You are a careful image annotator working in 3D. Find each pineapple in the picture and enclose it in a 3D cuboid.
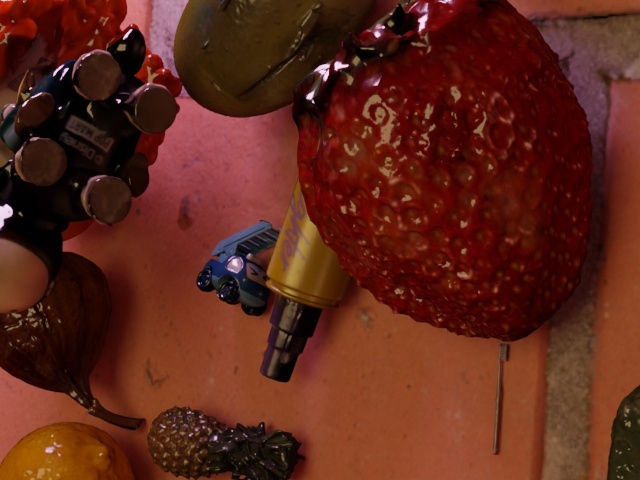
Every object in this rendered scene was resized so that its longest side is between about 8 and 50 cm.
[{"bbox_3d":[-0.089,0.201,1.624,0.159,0.074,0.074,6,88,32],"label":"pineapple"}]

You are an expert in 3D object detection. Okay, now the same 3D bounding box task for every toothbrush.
[{"bbox_3d":[0.156,0.138,1.468,0.008,0.006,0.097,2,85,35],"label":"toothbrush"}]

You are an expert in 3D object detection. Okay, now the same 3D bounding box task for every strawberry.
[{"bbox_3d":[0.113,-0.056,1.405,0.238,0.250,0.288,-33,84,-5],"label":"strawberry"}]

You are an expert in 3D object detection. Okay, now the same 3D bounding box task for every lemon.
[{"bbox_3d":[-0.262,0.263,1.707,0.187,0.142,0.142,-53,56,26],"label":"lemon"}]

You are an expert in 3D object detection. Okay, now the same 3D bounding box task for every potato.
[{"bbox_3d":[-0.042,-0.223,1.591,0.248,0.143,0.169,-49,46,24],"label":"potato"}]

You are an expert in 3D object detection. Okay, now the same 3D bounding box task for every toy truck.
[{"bbox_3d":[-0.072,0.021,1.644,0.073,0.056,0.090,26,88,44],"label":"toy truck"}]

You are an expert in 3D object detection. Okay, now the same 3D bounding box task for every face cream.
[{"bbox_3d":[0.000,0.000,1.568,0.078,0.078,0.273,25,100,38],"label":"face cream"}]

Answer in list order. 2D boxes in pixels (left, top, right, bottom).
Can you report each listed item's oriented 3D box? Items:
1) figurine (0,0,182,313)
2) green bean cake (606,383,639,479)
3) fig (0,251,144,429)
[{"bbox_3d":[-0.263,-0.089,1.628,0.412,0.241,0.306,-118,46,-61],"label":"figurine"},{"bbox_3d":[0.296,0.199,1.253,0.181,0.094,0.173,20,120,38],"label":"green bean cake"},{"bbox_3d":[-0.269,0.120,1.747,0.146,0.134,0.201,-36,72,45],"label":"fig"}]
